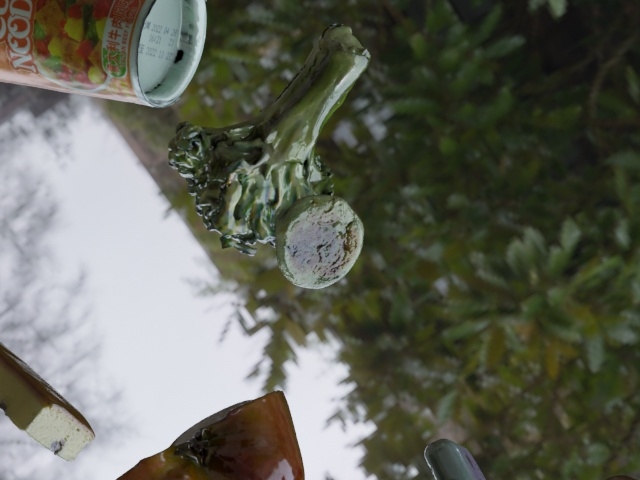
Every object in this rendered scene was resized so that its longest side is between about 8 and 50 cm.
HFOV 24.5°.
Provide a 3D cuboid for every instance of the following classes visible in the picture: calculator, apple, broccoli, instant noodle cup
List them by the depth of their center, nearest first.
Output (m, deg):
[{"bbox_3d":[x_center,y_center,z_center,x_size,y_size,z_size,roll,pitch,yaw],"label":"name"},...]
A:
[{"bbox_3d":[-0.204,-0.191,1.278,0.185,0.168,0.168,18,-137,21],"label":"instant noodle cup"},{"bbox_3d":[-0.067,-0.125,1.640,0.198,0.275,0.177,7,-143,-9],"label":"broccoli"},{"bbox_3d":[-0.175,0.304,1.773,0.365,0.295,0.329,141,-32,-63],"label":"apple"},{"bbox_3d":[0.196,0.336,1.978,0.045,0.141,0.246,-29,163,6],"label":"calculator"}]

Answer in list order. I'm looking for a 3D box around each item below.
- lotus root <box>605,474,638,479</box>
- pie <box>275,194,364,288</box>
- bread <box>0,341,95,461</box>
[{"bbox_3d":[0.357,0.372,1.608,0.199,0.180,0.188,-34,-125,-5],"label":"lotus root"},{"bbox_3d":[0.000,0.000,1.221,0.085,0.085,0.017,-39,-151,-16],"label":"pie"},{"bbox_3d":[-0.330,0.151,1.573,0.049,0.088,0.226,-51,-134,-6],"label":"bread"}]
